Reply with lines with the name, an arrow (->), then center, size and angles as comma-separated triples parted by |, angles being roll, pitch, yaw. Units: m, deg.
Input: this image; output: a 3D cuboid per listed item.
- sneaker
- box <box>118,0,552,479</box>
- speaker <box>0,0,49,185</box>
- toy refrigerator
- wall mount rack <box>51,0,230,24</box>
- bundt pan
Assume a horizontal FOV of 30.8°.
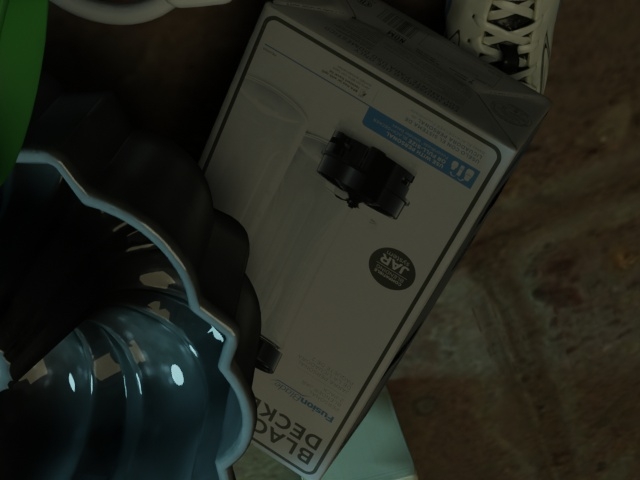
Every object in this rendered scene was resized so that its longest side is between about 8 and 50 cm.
sneaker -> 0.112, -0.115, 0.727 | 0.085, 0.086, 0.237 | -3, 131, -13
box -> 0.000, 0.000, 0.738 | 0.169, 0.087, 0.290 | 33, 124, 6
speaker -> -0.268, -0.101, 0.467 | 0.296, 0.131, 0.131 | 11, 129, -5
toy refrigerator -> 0.032, 0.257, 1.029 | 0.094, 0.102, 0.269 | -13, 134, -6
wall mount rack -> -0.183, -0.217, 0.514 | 0.304, 0.130, 0.350 | 1, 133, 9
bundt pan -> -0.180, 0.031, 0.684 | 0.331, 0.124, 0.331 | 9, 129, 11
